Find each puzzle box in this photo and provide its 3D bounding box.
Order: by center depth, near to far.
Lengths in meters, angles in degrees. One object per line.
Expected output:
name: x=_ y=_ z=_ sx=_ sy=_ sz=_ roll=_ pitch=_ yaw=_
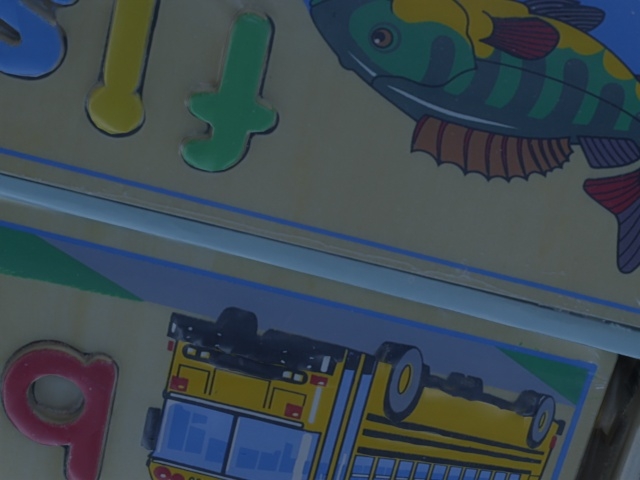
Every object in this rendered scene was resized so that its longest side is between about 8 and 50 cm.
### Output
puzzle box: x=0.000 y=0.000 z=0.548 sx=0.409 sy=0.052 sz=0.272 roll=13 pitch=119 yaw=0
